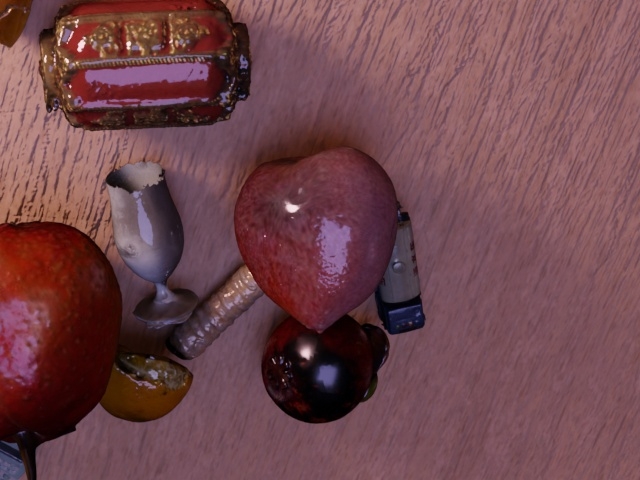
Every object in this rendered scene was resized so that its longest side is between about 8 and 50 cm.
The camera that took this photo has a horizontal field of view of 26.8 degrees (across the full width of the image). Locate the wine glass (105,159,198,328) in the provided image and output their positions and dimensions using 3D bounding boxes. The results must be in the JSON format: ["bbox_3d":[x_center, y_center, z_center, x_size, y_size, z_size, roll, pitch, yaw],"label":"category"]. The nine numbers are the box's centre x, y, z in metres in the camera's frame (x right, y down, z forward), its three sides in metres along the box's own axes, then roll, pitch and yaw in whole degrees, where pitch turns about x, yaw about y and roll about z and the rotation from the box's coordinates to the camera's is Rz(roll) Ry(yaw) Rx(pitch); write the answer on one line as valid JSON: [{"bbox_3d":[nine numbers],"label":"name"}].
[{"bbox_3d":[-0.239,0.005,1.886,0.103,0.103,0.222,-13,116,-4],"label":"wine glass"}]

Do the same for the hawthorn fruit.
[{"bbox_3d":[-0.400,0.151,1.791,0.284,0.285,0.369,-2,79,-9],"label":"hawthorn fruit"}]

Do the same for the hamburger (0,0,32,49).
[{"bbox_3d":[-0.454,-0.375,1.651,0.283,0.144,0.156,41,102,-21],"label":"hamburger"}]

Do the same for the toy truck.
[{"bbox_3d":[0.112,0.039,1.971,0.074,0.088,0.202,-13,116,-6],"label":"toy truck"}]

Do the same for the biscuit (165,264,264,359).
[{"bbox_3d":[-0.137,0.095,1.969,0.219,0.061,0.055,-44,135,11],"label":"biscuit"}]

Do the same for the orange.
[{"bbox_3d":[-0.264,0.206,1.932,0.160,0.170,0.112,13,94,18],"label":"orange"}]

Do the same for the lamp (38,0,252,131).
[{"bbox_3d":[-0.227,-0.231,1.749,0.274,0.177,0.177,-3,115,-6],"label":"lamp"}]

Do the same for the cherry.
[{"bbox_3d":[0.001,-0.009,1.848,0.239,0.206,0.239,6,110,18],"label":"cherry"}]

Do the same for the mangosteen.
[{"bbox_3d":[0.012,0.183,1.986,0.200,0.200,0.200,-4,115,-8],"label":"mangosteen"}]

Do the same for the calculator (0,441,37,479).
[{"bbox_3d":[-0.485,0.325,2.034,0.095,0.021,0.153,33,106,-22],"label":"calculator"}]
